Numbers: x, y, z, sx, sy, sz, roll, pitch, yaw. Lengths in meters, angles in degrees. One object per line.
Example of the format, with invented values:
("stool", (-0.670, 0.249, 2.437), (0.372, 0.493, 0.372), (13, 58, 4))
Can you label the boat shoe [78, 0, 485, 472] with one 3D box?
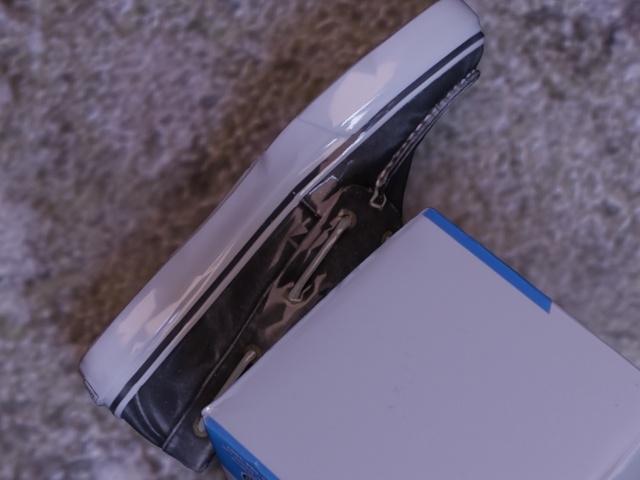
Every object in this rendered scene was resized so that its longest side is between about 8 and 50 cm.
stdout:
("boat shoe", (0.000, 0.000, 1.061), (0.119, 0.121, 0.335), (42, 96, 4))

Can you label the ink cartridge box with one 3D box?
("ink cartridge box", (0.068, 0.137, 0.924), (0.171, 0.232, 0.168), (39, 71, 24))
